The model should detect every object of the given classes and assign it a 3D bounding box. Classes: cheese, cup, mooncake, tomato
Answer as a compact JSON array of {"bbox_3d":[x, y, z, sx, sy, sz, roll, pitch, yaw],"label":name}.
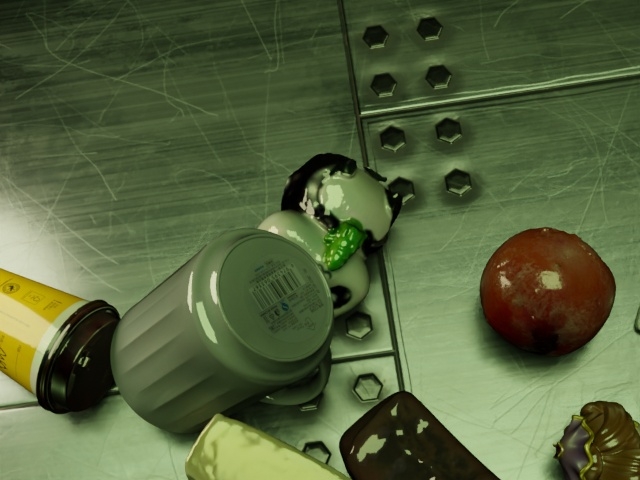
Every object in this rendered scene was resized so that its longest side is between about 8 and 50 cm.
[{"bbox_3d":[-0.063,0.375,1.800,0.242,0.265,0.124,21,73,11],"label":"cheese"},{"bbox_3d":[-0.462,0.151,1.961,0.279,0.196,0.196,23,73,21],"label":"cup"},{"bbox_3d":[0.171,0.377,1.755,0.174,0.334,0.326,-41,85,-3],"label":"mooncake"},{"bbox_3d":[0.353,0.085,1.909,0.208,0.208,0.184,28,76,13],"label":"tomato"},{"bbox_3d":[-0.113,0.156,1.839,0.322,0.327,0.237,26,55,-23],"label":"cup"}]

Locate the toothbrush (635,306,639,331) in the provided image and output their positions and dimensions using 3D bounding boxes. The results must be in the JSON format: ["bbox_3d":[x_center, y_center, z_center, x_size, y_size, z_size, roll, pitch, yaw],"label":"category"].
[{"bbox_3d":[0.571,0.011,2.016,0.030,0.030,0.304,17,72,10],"label":"toothbrush"}]

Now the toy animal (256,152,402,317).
[{"bbox_3d":[0.004,0.000,1.963,0.212,0.212,0.267,22,70,11],"label":"toy animal"}]

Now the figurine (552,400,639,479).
[{"bbox_3d":[0.484,0.330,1.844,0.263,0.189,0.142,11,112,5],"label":"figurine"}]
